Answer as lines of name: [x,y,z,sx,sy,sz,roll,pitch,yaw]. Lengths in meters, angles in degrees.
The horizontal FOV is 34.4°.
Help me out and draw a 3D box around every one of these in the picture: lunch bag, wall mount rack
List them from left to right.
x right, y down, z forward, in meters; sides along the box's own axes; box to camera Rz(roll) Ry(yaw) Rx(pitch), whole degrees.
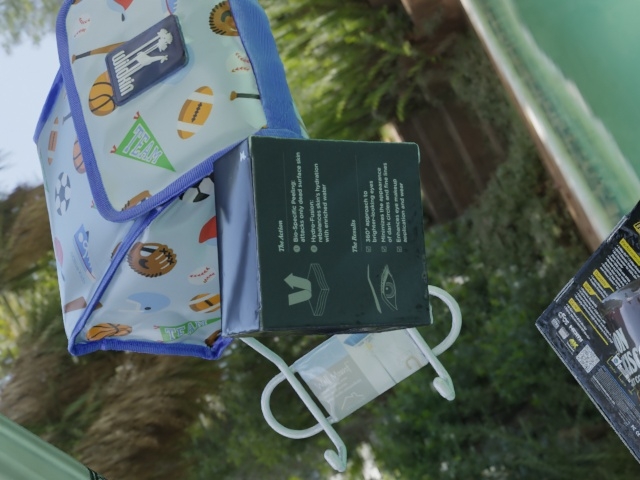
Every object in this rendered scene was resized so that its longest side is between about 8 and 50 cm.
lunch bag: [-0.161,-0.104,1.108,0.239,0.385,0.328,3,-126,-33]
wall mount rack: [0.028,0.159,1.521,0.304,0.350,0.130,53,-170,-8]

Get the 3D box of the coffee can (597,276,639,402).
coffee can: [0.427,0.156,1.038,0.201,0.201,0.275,35,-146,-69]

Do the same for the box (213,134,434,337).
box: [0.000,0.000,0.867,0.093,0.158,0.156,160,109,-63]

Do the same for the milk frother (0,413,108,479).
milk frother: [-0.190,0.182,0.597,0.135,0.143,0.129,40,159,-24]

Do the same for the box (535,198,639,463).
box: [0.442,0.136,1.266,0.079,0.257,0.322,-2,-133,-40]
